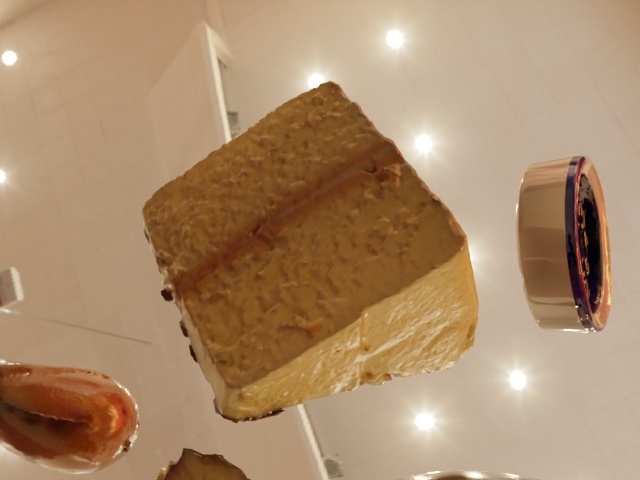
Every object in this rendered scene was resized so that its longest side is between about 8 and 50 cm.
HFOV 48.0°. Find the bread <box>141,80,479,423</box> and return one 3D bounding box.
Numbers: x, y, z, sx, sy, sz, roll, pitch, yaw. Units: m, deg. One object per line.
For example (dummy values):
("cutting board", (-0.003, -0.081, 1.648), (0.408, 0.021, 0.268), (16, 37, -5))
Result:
("bread", (-0.018, 0.029, 0.661), (0.236, 0.198, 0.263), (-29, -130, -4))

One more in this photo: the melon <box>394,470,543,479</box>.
("melon", (0.071, 0.218, 0.268), (0.271, 0.308, 0.272), (3, -122, -5))

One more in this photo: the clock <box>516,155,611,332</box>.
("clock", (0.325, 0.006, 0.951), (0.083, 0.230, 0.231), (-6, -107, 33))

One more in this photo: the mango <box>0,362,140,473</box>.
("mango", (-0.377, 0.247, 1.022), (0.236, 0.166, 0.136), (18, -88, -3))

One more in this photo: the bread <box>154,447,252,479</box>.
("bread", (-0.075, 0.423, 0.637), (0.345, 0.405, 0.242), (29, -132, -7))
